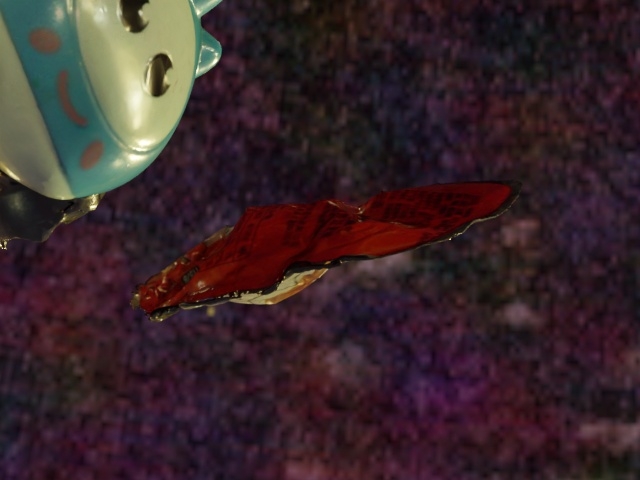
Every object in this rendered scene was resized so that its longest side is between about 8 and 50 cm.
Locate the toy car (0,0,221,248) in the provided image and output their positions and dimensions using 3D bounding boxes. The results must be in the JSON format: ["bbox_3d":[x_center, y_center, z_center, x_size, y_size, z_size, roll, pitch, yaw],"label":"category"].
[{"bbox_3d":[-0.145,-0.131,1.105,0.190,0.255,0.188,-22,116,-5],"label":"toy car"}]

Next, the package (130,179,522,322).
[{"bbox_3d":[0.000,0.000,1.410,0.269,0.194,0.071,-18,106,24],"label":"package"}]
